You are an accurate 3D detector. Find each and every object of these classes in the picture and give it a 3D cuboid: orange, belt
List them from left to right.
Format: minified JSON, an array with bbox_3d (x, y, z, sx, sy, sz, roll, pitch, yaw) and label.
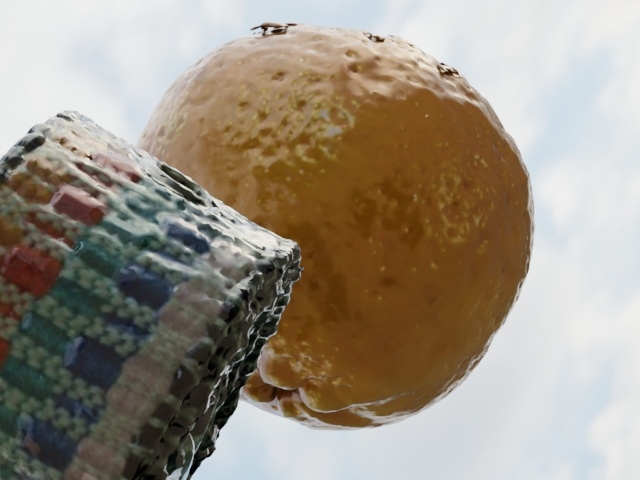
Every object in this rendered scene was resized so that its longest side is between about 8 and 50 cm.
[{"bbox_3d":[-0.126,0.063,0.787,0.207,0.160,0.295,-59,-3,-17],"label":"belt"},{"bbox_3d":[0.000,0.000,1.348,0.340,0.341,0.293,66,-142,-50],"label":"orange"}]
